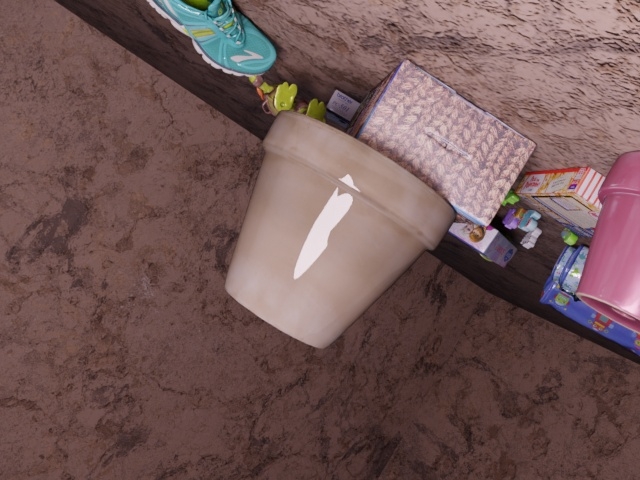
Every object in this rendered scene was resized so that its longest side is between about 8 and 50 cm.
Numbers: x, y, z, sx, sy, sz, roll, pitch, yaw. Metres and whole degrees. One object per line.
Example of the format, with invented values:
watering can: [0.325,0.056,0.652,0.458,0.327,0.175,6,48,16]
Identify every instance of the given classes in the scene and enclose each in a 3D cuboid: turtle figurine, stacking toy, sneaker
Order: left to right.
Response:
sneaker: [-0.183,-0.377,1.083,0.275,0.107,0.110,31,170,-34]
turtle figurine: [-0.084,-0.294,1.291,0.269,0.087,0.217,41,-177,-26]
stacking toy: [0.420,-0.041,1.331,0.167,0.052,0.221,31,179,-7]

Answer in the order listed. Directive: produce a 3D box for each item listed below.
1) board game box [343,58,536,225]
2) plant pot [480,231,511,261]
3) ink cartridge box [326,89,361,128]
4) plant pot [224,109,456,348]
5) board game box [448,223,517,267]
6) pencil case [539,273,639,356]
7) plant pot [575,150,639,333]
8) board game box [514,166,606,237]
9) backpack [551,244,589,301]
board game box: [0.163,-0.145,1.036,0.232,0.141,0.291,31,179,-7]
plant pot: [0.480,0.009,1.717,0.083,0.083,0.079,30,166,2]
ink cartridge box: [0.110,-0.228,1.288,0.207,0.046,0.097,30,-179,1]
plant pot: [0.000,0.000,0.984,0.323,0.280,0.323,32,180,0]
board game box: [0.319,-0.057,1.574,0.318,0.066,0.318,36,-172,26]
pencil case: [0.712,0.173,1.591,0.306,0.119,0.133,30,-149,12]
plant pot: [0.413,0.019,0.764,0.201,0.180,0.201,30,179,0]
board game box: [0.413,-0.054,0.988,0.146,0.045,0.193,31,179,-10]
backpack: [0.541,0.061,1.336,0.084,0.105,0.114,29,174,22]
